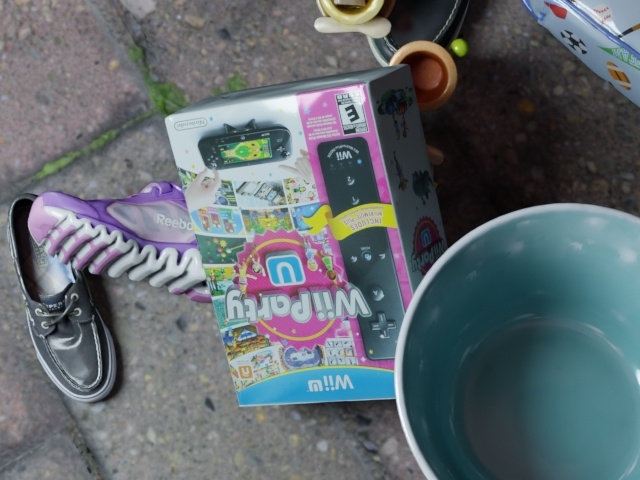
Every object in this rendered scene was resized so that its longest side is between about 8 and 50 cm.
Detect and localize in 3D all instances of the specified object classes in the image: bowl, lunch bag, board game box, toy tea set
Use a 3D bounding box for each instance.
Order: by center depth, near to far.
[{"bbox_3d":[0.215,0.139,1.379,0.311,0.163,0.312,0,72,-1],"label":"bowl"},{"bbox_3d":[0.000,0.000,1.501,0.224,0.097,0.303,-7,105,29],"label":"board game box"},{"bbox_3d":[0.056,-0.183,1.570,0.200,0.124,0.336,20,103,6],"label":"toy tea set"},{"bbox_3d":[0.380,-0.270,1.647,0.303,0.115,0.243,40,79,7],"label":"lunch bag"}]

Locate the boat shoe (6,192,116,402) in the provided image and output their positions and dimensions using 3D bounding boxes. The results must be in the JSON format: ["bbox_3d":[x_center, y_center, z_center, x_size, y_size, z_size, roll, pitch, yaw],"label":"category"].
[{"bbox_3d":[-0.270,0.055,1.595,0.080,0.076,0.229,-16,81,-4],"label":"boat shoe"}]

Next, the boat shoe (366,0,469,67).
[{"bbox_3d":[0.122,-0.347,1.653,0.127,0.113,0.340,17,81,1],"label":"boat shoe"}]

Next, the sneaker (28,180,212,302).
[{"bbox_3d":[-0.182,-0.015,1.580,0.236,0.095,0.105,18,66,-28],"label":"sneaker"}]
